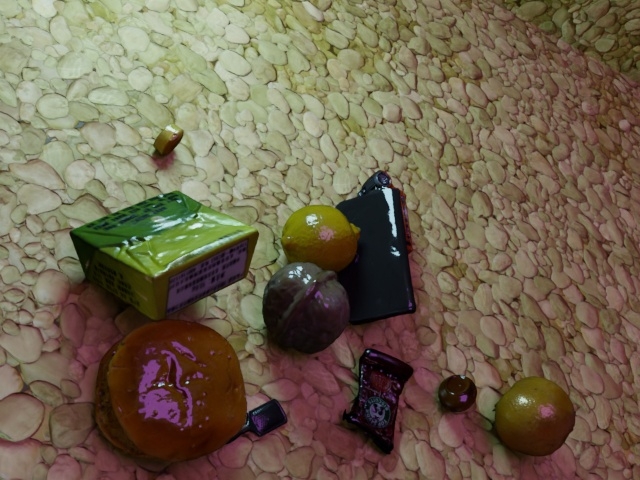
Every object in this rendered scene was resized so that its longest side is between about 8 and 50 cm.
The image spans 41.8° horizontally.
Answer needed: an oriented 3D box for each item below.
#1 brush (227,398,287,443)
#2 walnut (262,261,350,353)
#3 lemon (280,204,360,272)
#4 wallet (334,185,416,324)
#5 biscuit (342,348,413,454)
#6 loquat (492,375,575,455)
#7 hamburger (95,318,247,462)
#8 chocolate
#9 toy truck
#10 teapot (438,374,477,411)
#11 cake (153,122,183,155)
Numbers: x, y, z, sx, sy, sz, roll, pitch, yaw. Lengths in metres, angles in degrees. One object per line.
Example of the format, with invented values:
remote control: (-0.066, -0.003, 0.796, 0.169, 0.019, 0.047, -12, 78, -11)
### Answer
brush: (-0.152, 0.408, 1.845, 0.193, 0.016, 0.063, -20, 72, -42)
walnut: (-0.032, 0.154, 1.964, 0.224, 0.224, 0.224, 18, 52, -24)
lemon: (0.000, 0.000, 2.117, 0.244, 0.187, 0.187, -9, 66, -41)
wallet: (0.134, 0.037, 2.188, 0.051, 0.197, 0.377, 50, 31, -55)
biscuit: (0.138, 0.383, 2.031, 0.151, 0.063, 0.235, 29, 51, -14)
loquat: (0.553, 0.457, 2.178, 0.208, 0.208, 0.208, 18, 52, -24)
hamburger: (-0.295, 0.307, 1.713, 0.314, 0.170, 0.289, 1, 67, -36)
chocolate: (-0.334, 0.028, 1.815, 0.289, 0.137, 0.301, 24, 35, 35)
toy truck: (0.183, -0.067, 2.341, 0.114, 0.107, 0.252, 14, 55, -28)
teapot: (0.356, 0.400, 2.171, 0.098, 0.078, 0.129, 4, 31, 15)
cake: (-0.378, -0.252, 2.095, 0.044, 0.084, 0.084, 40, 46, -2)
